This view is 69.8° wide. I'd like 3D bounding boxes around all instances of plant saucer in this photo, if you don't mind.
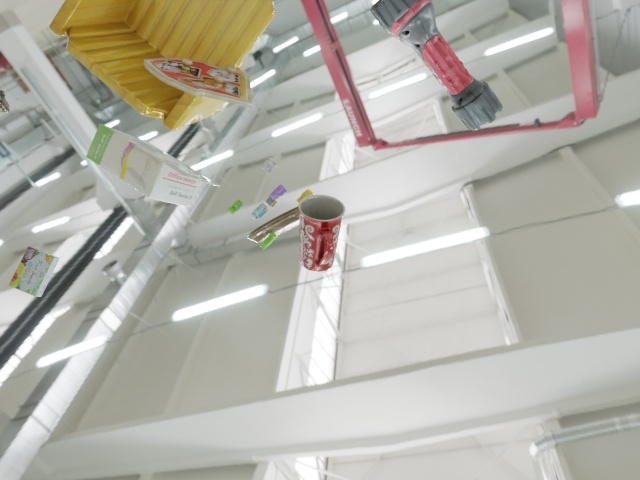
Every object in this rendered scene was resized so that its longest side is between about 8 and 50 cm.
[{"bbox_3d":[-0.112,-0.060,1.519,0.277,0.041,0.278,-27,180,0],"label":"plant saucer"}]

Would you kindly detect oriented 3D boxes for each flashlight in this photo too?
[{"bbox_3d":[0.224,-0.340,0.849,0.103,0.304,0.103,-52,-162,-26],"label":"flashlight"}]

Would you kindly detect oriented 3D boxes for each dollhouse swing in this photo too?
[{"bbox_3d":[-0.328,-0.500,1.028,0.305,0.346,0.315,-47,-177,34],"label":"dollhouse swing"}]

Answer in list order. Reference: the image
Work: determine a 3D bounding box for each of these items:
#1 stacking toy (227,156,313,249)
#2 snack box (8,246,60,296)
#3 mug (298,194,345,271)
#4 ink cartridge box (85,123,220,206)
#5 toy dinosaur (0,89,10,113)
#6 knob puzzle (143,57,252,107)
[{"bbox_3d":[-0.152,-0.110,1.339,0.221,0.167,0.052,-47,168,7],"label":"stacking toy"},{"bbox_3d":[-0.950,0.104,1.524,0.037,0.100,0.141,103,8,-81],"label":"snack box"},{"bbox_3d":[-0.009,-0.004,1.130,0.113,0.169,0.150,14,-141,9],"label":"mug"},{"bbox_3d":[-0.510,-0.211,1.412,0.353,0.207,0.119,30,-83,20],"label":"ink cartridge box"},{"bbox_3d":[-0.658,-0.291,0.789,0.064,0.268,0.118,25,-109,6],"label":"toy dinosaur"},{"bbox_3d":[-0.221,-0.308,0.840,0.213,0.030,0.213,15,-148,-9],"label":"knob puzzle"}]
